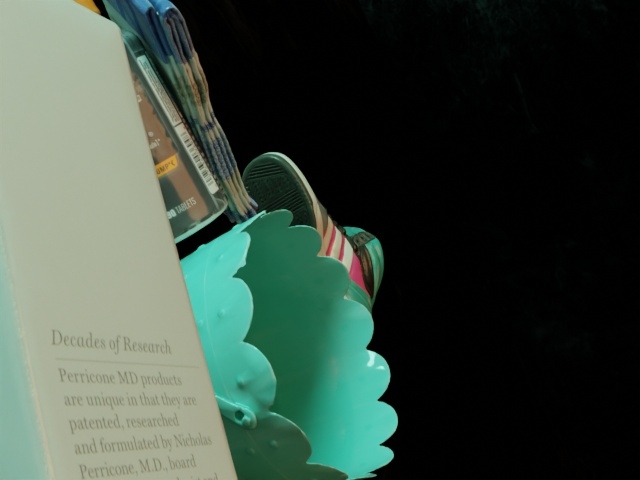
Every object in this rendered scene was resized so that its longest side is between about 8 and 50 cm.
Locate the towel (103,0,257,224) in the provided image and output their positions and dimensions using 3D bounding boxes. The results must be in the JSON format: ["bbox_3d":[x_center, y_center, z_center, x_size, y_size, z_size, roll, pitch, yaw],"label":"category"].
[{"bbox_3d":[-0.155,-0.162,0.972,0.209,0.034,0.285,46,-18,43],"label":"towel"}]

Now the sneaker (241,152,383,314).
[{"bbox_3d":[0.000,0.000,1.271,0.295,0.124,0.178,69,24,-15],"label":"sneaker"}]

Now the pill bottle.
[{"bbox_3d":[-0.200,-0.109,0.886,0.246,0.130,0.130,61,20,-11],"label":"pill bottle"}]

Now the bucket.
[{"bbox_3d":[-0.069,0.122,0.880,0.281,0.183,0.281,52,23,-34],"label":"bucket"}]

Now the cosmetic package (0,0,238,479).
[{"bbox_3d":[-0.197,0.090,0.525,0.161,0.230,0.453,21,48,-62],"label":"cosmetic package"}]
